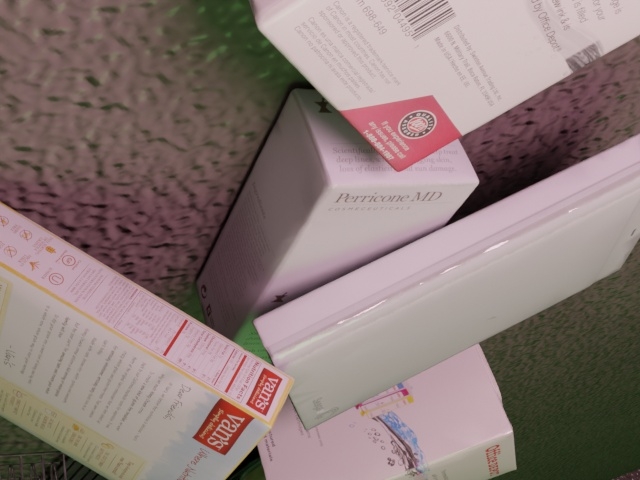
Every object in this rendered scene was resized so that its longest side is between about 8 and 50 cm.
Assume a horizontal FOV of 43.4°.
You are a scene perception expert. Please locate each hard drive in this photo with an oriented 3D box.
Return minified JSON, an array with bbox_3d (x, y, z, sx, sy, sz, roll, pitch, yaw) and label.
[{"bbox_3d":[0.109,0.040,0.616,0.308,0.040,0.203,-26,155,-7],"label":"hard drive"}]

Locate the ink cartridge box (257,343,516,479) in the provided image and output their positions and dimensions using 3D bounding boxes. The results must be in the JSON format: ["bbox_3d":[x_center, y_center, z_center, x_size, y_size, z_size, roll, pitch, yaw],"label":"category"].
[{"bbox_3d":[0.062,0.181,0.827,0.233,0.168,0.171,-21,150,2],"label":"ink cartridge box"}]

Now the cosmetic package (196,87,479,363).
[{"bbox_3d":[0.000,0.000,0.587,0.117,0.085,0.231,-3,148,-28],"label":"cosmetic package"}]

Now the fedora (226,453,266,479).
[{"bbox_3d":[0.028,0.369,1.128,0.334,0.152,0.334,-14,150,-9],"label":"fedora"}]

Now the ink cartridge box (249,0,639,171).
[{"bbox_3d":[0.087,-0.149,0.389,0.218,0.092,0.158,-28,149,17],"label":"ink cartridge box"}]

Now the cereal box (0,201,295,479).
[{"bbox_3d":[-0.157,0.085,0.538,0.240,0.047,0.173,32,134,-5],"label":"cereal box"}]

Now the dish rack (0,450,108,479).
[{"bbox_3d":[-0.355,0.288,0.861,0.272,0.074,0.208,7,141,-38],"label":"dish rack"}]
